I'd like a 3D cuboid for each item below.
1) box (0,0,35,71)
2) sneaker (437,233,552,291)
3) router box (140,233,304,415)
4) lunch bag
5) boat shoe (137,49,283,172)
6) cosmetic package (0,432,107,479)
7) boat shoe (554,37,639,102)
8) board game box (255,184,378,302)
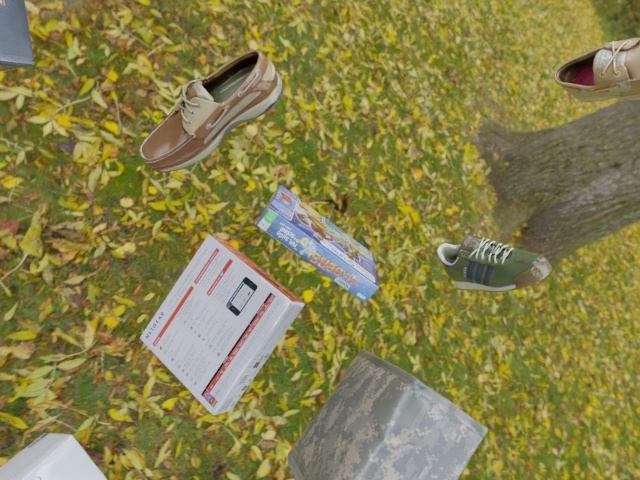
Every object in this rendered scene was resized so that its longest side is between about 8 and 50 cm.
[{"bbox_3d":[-0.309,-0.205,0.261,0.233,0.059,0.183,-24,115,-58],"label":"box"},{"bbox_3d":[0.252,0.029,0.706,0.064,0.192,0.086,-41,98,-21],"label":"sneaker"},{"bbox_3d":[-0.254,0.204,1.150,0.301,0.335,0.082,36,4,24],"label":"router box"},{"bbox_3d":[0.078,0.313,0.722,0.169,0.287,0.235,37,80,-13],"label":"lunch bag"},{"bbox_3d":[-0.229,-0.268,0.908,0.122,0.324,0.120,51,-3,25],"label":"boat shoe"},{"bbox_3d":[-0.461,0.570,0.826,0.217,0.156,0.384,-45,112,-47],"label":"cosmetic package"},{"bbox_3d":[0.334,-0.195,0.515,0.059,0.170,0.062,16,92,-11],"label":"boat shoe"},{"bbox_3d":[0.000,0.000,0.717,0.201,0.035,0.136,37,18,-10],"label":"board game box"}]
